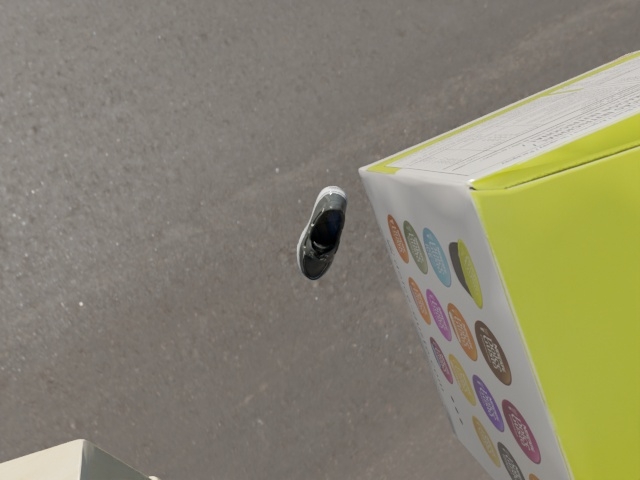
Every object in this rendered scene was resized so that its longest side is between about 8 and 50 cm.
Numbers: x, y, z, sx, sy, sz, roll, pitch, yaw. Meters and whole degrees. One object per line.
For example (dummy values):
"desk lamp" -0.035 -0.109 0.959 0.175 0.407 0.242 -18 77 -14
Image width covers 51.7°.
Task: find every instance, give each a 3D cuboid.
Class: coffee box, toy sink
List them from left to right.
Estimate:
"toy sink" -0.264 0.331 0.733 0.152 0.234 0.131 -19 49 10
"coffee box" 0.272 0.031 0.591 0.338 0.334 0.338 -23 101 -5

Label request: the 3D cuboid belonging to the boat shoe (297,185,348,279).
"boat shoe" 0.000 0.000 0.797 0.049 0.142 0.040 11 39 -5
